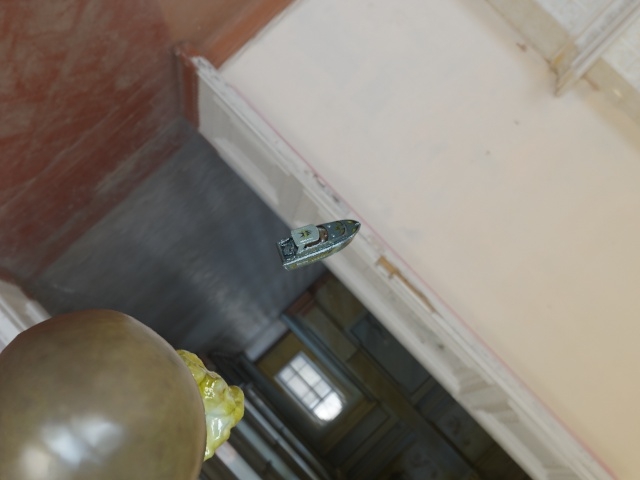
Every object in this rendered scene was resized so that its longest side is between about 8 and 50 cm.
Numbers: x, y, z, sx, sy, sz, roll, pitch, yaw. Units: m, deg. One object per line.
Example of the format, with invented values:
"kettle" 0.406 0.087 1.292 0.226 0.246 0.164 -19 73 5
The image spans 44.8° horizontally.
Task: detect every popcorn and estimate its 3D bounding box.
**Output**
"popcorn" -0.350 0.352 1.563 0.334 0.292 0.293 19 87 -54

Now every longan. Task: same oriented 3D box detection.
"longan" -0.285 0.233 0.964 0.297 0.297 0.297 -43 173 -6

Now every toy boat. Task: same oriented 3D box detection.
"toy boat" 0.000 0.000 1.251 0.141 0.055 0.060 -21 138 -1
